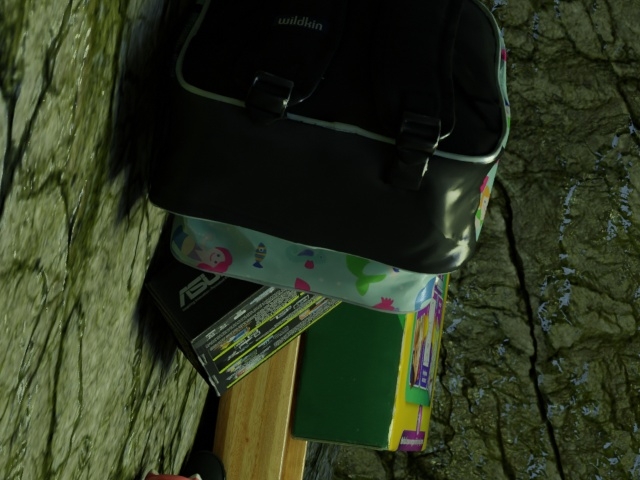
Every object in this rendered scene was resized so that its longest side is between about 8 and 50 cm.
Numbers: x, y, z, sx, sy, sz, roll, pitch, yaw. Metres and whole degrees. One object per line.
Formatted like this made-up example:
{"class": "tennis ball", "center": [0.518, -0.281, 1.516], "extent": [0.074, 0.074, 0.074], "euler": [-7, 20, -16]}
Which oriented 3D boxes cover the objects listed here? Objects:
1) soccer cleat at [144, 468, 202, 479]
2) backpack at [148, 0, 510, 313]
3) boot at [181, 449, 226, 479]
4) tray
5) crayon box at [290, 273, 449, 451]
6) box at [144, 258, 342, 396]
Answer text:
{"class": "soccer cleat", "center": [-0.130, 0.300, 1.552], "extent": [0.095, 0.083, 0.248], "euler": [-82, 177, -51]}
{"class": "backpack", "center": [0.010, -0.085, 1.219], "extent": [0.253, 0.225, 0.191], "euler": [-81, -175, -51]}
{"class": "boot", "center": [-0.124, 0.248, 1.680], "extent": [0.099, 0.045, 0.121], "euler": [47, 58, -75]}
{"class": "tray", "center": [-0.069, 0.277, 1.828], "extent": [0.203, 0.076, 0.410], "euler": [20, 77, -83]}
{"class": "crayon box", "center": [0.065, 0.058, 1.922], "extent": [0.363, 0.106, 0.313], "euler": [37, 59, -79]}
{"class": "box", "center": [0.000, 0.000, 1.427], "extent": [0.270, 0.060, 0.216], "euler": [-37, 167, -7]}
